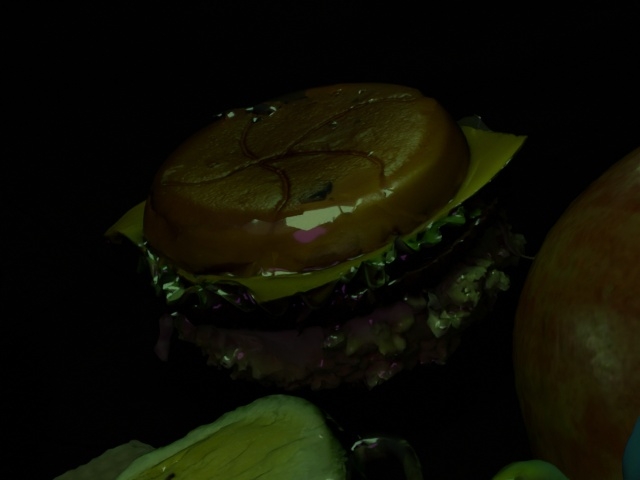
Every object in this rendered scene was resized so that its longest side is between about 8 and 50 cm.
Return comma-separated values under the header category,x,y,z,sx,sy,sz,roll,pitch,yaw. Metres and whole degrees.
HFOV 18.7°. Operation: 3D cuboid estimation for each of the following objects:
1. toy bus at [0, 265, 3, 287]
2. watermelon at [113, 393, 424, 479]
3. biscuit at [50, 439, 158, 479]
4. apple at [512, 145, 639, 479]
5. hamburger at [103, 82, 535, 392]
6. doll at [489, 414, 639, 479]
category,x,y,z,sx,sy,sz,roll,pitch,yaw
toy bus,-0.295,0.074,1.121,0.171,0.162,0.386,-47,21,14
watermelon,-0.052,0.163,0.768,0.232,0.127,0.204,-31,16,-4
biscuit,-0.066,0.235,0.872,0.144,0.078,0.426,-25,29,-12
apple,0.222,0.067,0.801,0.301,0.301,0.301,-13,29,7
hamburger,0.000,0.000,1.180,0.243,0.139,0.261,-27,31,-22
doll,0.125,0.213,0.615,0.346,0.341,0.099,-1,-3,6
